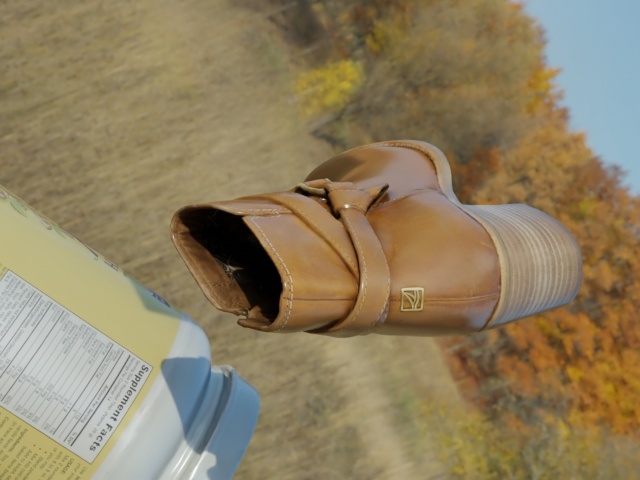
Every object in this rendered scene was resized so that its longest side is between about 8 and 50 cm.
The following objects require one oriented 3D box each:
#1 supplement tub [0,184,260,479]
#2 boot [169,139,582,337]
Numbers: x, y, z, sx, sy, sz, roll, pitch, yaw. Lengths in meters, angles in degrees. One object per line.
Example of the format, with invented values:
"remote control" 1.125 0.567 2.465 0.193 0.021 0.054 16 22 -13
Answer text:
"supplement tub" -0.241 0.114 0.896 0.331 0.241 0.241 37 13 -14
"boot" 0.000 0.000 0.715 0.283 0.220 0.109 33 -59 52
